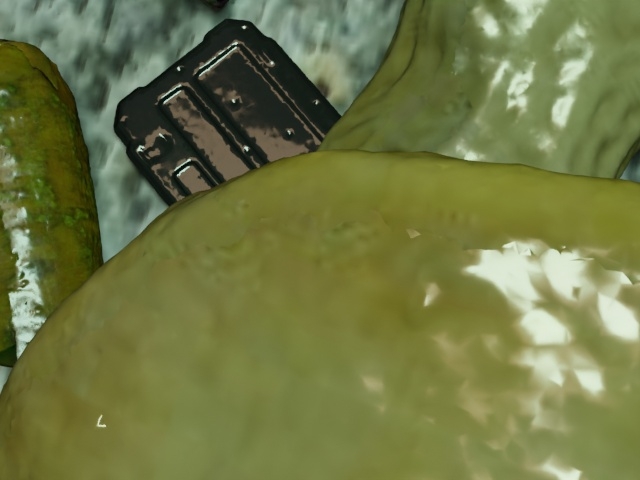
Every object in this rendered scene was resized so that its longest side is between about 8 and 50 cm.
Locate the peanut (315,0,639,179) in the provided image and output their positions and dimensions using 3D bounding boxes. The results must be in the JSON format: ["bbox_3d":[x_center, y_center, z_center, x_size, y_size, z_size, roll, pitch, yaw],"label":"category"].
[{"bbox_3d":[0.091,-0.079,0.602,0.159,0.143,0.291,47,71,-29],"label":"peanut"}]

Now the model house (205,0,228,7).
[{"bbox_3d":[-0.038,-0.232,0.693,0.152,0.106,0.165,-27,112,-16],"label":"model house"}]

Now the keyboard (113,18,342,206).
[{"bbox_3d":[0.000,0.000,0.664,0.106,0.016,0.262,-39,78,-8],"label":"keyboard"}]

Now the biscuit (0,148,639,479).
[{"bbox_3d":[0.051,0.176,0.440,0.446,0.104,0.429,23,106,16],"label":"biscuit"}]

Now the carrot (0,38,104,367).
[{"bbox_3d":[-0.155,-0.016,0.642,0.082,0.082,0.173,-9,79,0],"label":"carrot"}]
